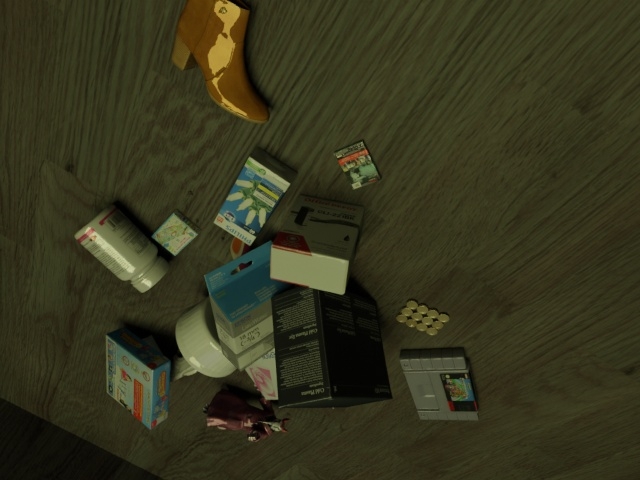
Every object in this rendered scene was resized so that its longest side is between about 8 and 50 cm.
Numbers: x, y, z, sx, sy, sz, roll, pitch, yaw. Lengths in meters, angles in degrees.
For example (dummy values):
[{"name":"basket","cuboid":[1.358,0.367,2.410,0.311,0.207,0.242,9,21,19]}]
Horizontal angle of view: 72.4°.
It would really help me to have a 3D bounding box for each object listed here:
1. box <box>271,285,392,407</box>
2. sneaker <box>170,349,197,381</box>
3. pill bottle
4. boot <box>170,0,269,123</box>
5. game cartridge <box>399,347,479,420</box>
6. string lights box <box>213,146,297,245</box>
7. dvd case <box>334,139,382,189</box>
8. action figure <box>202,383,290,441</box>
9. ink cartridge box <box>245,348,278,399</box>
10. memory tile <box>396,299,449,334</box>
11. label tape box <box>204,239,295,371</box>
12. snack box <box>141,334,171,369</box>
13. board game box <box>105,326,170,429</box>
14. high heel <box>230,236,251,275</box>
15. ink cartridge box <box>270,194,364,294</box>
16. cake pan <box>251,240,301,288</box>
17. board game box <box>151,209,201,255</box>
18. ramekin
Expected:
[{"name":"box","cuboid":[0.035,0.321,1.297,0.178,0.313,0.343,-23,150,29]},{"name":"sneaker","cuboid":[-0.591,0.522,1.877,0.281,0.105,0.115,-27,85,33]},{"name":"pill bottle","cuboid":[-0.655,0.032,1.467,0.160,0.160,0.283,-26,115,31]},{"name":"boot","cuboid":[-0.205,-0.435,1.021,0.295,0.104,0.211,37,128,-6]},{"name":"game cartridge","cuboid":[0.437,0.529,1.581,0.230,0.068,0.355,-6,124,26]},{"name":"string lights box","cuboid":[-0.190,-0.121,1.260,0.133,0.077,0.260,33,125,-7]},{"name":"dvd case","cuboid":[0.100,-0.199,1.164,0.087,0.013,0.120,-18,118,27]},{"name":"action figure","cuboid":[-0.306,0.772,1.863,0.369,0.248,0.276,12,129,11]},{"name":"ink cartridge box","cuboid":[-0.148,0.517,1.631,0.324,0.071,0.330,-28,98,50]},{"name":"memory tile","cuboid":[0.333,0.253,1.433,0.147,0.012,0.113,23,129,-2]},{"name":"label tape box","cuboid":[-0.197,0.202,1.331,0.105,0.240,0.334,32,139,37]},{"name":"snack box","cuboid":[-0.752,0.532,1.886,0.207,0.070,0.175,-42,78,34]},{"name":"board game box","cuboid":[-0.754,0.561,1.797,0.301,0.086,0.309,24,116,27]},{"name":"high heel","cuboid":[-0.235,0.063,1.442,0.117,0.082,0.244,-1,117,-35]},{"name":"ink cartridge box","cuboid":[0.000,0.000,1.179,0.196,0.273,0.114,12,125,8]},{"name":"cake pan","cuboid":[-0.079,0.106,1.419,0.292,0.054,0.293,8,128,11]},{"name":"board game box","cuboid":[-0.483,-0.023,1.460,0.103,0.026,0.154,43,126,-16]},{"name":"ramekin","cuboid":[-0.346,0.318,1.525,0.135,0.277,0.277,-37,109,27]}]
